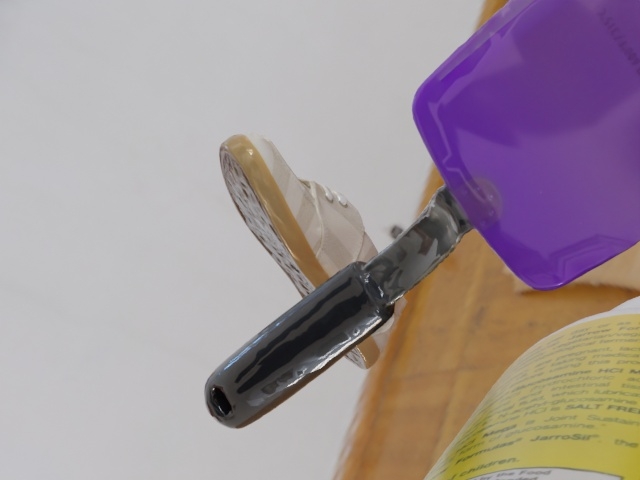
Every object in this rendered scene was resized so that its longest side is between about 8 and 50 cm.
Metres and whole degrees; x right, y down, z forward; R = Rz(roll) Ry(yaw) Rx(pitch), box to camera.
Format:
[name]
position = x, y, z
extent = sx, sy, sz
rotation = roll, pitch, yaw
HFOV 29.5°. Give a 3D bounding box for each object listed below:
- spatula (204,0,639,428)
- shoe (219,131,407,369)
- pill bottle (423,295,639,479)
[spatula]
position = 0.027, 0.010, 0.442
extent = 0.030, 0.084, 0.296
rotation = -25, -12, -39
[shoe]
position = 0.000, 0.000, 0.787
extent = 0.058, 0.219, 0.076
rotation = -41, 46, -10
[pill bottle]
position = 0.130, 0.139, 0.500
extent = 0.188, 0.188, 0.334
rotation = -48, -6, 30
